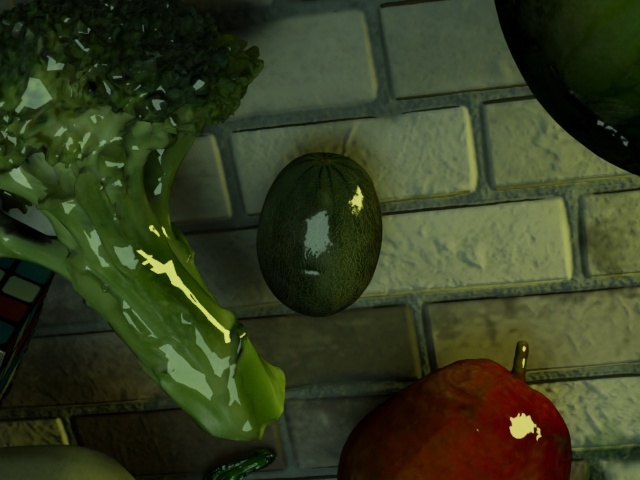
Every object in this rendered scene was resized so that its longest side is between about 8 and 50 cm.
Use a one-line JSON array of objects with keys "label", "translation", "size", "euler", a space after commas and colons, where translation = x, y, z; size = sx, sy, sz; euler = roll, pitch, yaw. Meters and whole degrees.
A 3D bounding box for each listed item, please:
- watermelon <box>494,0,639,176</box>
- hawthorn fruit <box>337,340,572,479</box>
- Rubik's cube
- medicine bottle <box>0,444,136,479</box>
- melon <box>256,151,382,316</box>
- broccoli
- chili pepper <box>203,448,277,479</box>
[{"label": "watermelon", "translation": [0.295, -0.214, 0.875], "size": [0.363, 0.363, 0.363], "euler": [3, 117, 6]}, {"label": "hawthorn fruit", "translation": [0.134, 0.214, 1.192], "size": [0.224, 0.224, 0.261], "euler": [28, 102, -7]}, {"label": "Rubik's cube", "translation": [-0.367, 0.095, 1.222], "size": [0.151, 0.154, 0.155], "euler": [23, 117, -4]}, {"label": "medicine bottle", "translation": [-0.275, 0.317, 1.257], "size": [0.282, 0.123, 0.375], "euler": [-6, 148, 8]}, {"label": "melon", "translation": [0.000, 0.000, 1.145], "size": [0.114, 0.114, 0.167], "euler": [9, 118, 3]}, {"label": "broccoli", "translation": [-0.148, -0.035, 1.048], "size": [0.397, 0.275, 0.353], "euler": [40, 146, 10]}, {"label": "chili pepper", "translation": [-0.097, 0.259, 1.341], "size": [0.055, 0.035, 0.118], "euler": [25, 108, -20]}]
